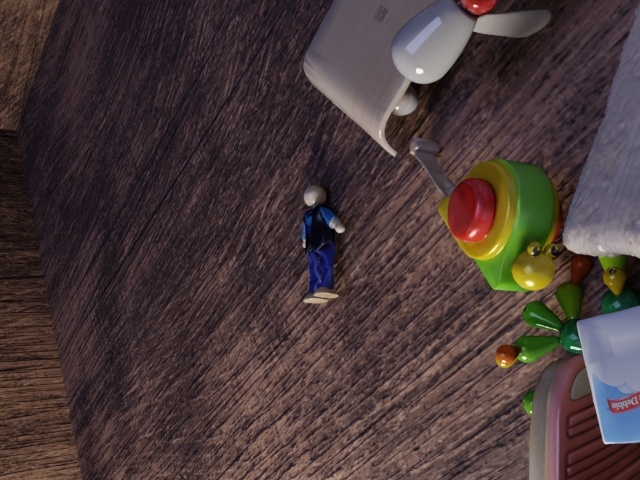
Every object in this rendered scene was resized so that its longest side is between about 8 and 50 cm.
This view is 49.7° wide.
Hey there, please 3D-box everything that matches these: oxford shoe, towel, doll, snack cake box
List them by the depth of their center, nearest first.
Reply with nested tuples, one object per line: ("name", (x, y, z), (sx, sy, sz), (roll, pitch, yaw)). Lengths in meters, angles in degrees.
("snack cake box", (0.329, 0.078, 0.496), (0.152, 0.265, 0.089), (-24, 70, 49))
("towel", (0.309, -0.115, 0.610), (0.187, 0.049, 0.282), (-162, 91, -84))
("oxford shoe", (0.227, 0.296, 0.688), (0.147, 0.141, 0.396), (12, 107, 58))
("doll", (0.000, 0.000, 1.104), (0.129, 0.046, 0.188), (-34, 55, 57))

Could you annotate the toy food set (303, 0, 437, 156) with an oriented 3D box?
("toy food set", (0.114, -0.298, 0.958), (0.306, 0.092, 0.219), (-59, 44, 20))

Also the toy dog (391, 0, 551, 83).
("toy dog", (0.212, -0.328, 0.752), (0.334, 0.161, 0.220), (-21, 111, 20))

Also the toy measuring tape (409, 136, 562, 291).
("toy measuring tape", (0.186, -0.068, 0.795), (0.121, 0.122, 0.330), (-62, 28, 29))

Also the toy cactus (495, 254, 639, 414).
("toy cactus", (0.282, 0.106, 0.704), (0.181, 0.112, 0.218), (33, 104, 37))
